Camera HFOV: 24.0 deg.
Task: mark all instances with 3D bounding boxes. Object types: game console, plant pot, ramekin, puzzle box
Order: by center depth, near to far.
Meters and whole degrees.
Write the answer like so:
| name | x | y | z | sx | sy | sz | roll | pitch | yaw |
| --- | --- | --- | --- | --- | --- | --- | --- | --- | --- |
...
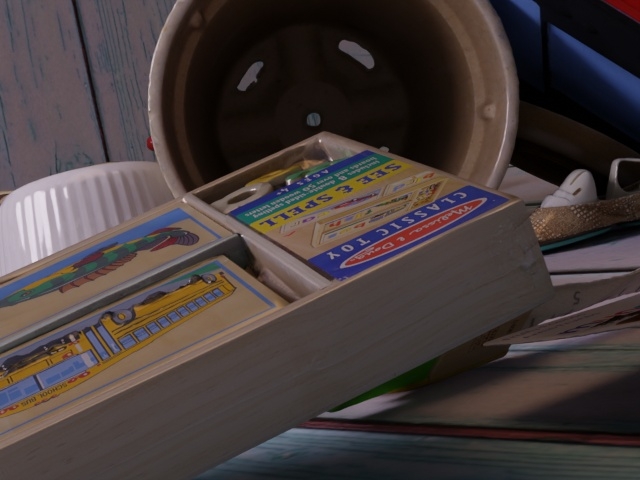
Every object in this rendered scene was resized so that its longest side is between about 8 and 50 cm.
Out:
| name | x | y | z | sx | sy | sz | roll | pitch | yaw |
| --- | --- | --- | --- | --- | --- | --- | --- | --- | --- |
| puzzle box | -0.125 | 0.063 | 0.721 | 0.409 | 0.052 | 0.272 | -25 | 18 | -13 |
| ramekin | -0.209 | 0.001 | 1.415 | 0.207 | 0.109 | 0.207 | -14 | -9 | -2 |
| game console | 0.217 | -0.191 | 1.426 | 0.060 | 0.342 | 0.386 | -48 | -17 | -4 |
| plant pot | 0.000 | -0.127 | 1.488 | 0.334 | 0.333 | 0.305 | -11 | 3 | -4 |
| plant pot | 0.239 | -0.087 | 1.523 | 0.236 | 0.032 | 0.236 | 25 | -4 | 2 |

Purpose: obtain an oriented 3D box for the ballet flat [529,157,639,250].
| name | x | y | z | sx | sy | sz | roll | pitch | yaw |
| --- | --- | --- | --- | --- | --- | --- | --- | --- | --- |
| ballet flat | 0.261 | -0.038 | 1.375 | 0.206 | 0.067 | 0.073 | -13 | 6 | -19 |

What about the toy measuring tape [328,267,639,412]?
| name | x | y | z | sx | sy | sz | roll | pitch | yaw |
| --- | --- | --- | --- | --- | --- | --- | --- | --- | --- |
| toy measuring tape | 0.086 | 0.018 | 0.946 | 0.330 | 0.121 | 0.121 | -16 | 8 | -33 |

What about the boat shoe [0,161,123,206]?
| name | x | y | z | sx | sy | sz | roll | pitch | yaw |
| --- | --- | --- | --- | --- | --- | --- | --- | --- | --- |
| boat shoe | -0.345 | 0.005 | 1.765 | 0.342 | 0.123 | 0.123 | -20 | 23 | -19 |

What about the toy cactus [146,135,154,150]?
| name | x | y | z | sx | sy | sz | roll | pitch | yaw |
| --- | --- | --- | --- | --- | --- | --- | --- | --- | --- |
| toy cactus | -0.135 | -0.070 | 1.922 | 0.181 | 0.112 | 0.219 | -2 | 33 | -16 |

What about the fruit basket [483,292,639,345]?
| name | x | y | z | sx | sy | sz | roll | pitch | yaw |
| --- | --- | --- | --- | --- | --- | --- | --- | --- | --- |
| fruit basket | 0.302 | -0.018 | 0.738 | 0.327 | 0.165 | 0.353 | -15 | 5 | -32 |
